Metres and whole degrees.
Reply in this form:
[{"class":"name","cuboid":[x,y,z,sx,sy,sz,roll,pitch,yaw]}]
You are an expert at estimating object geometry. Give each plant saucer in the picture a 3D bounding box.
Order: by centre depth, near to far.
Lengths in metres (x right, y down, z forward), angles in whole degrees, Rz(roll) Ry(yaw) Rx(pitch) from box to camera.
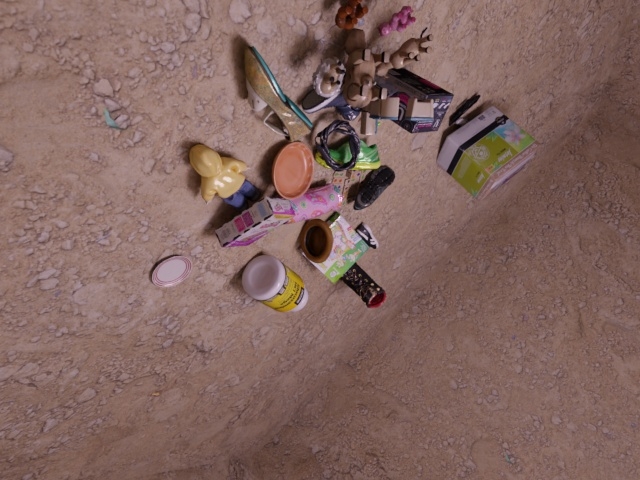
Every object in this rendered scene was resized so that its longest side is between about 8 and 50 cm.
[{"class":"plant saucer","cuboid":[-0.099,-0.243,1.399,0.200,0.037,0.200,-26,125,-44]}]

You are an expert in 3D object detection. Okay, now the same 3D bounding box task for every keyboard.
[{"class":"keyboard","cuboid":[0.686,-0.637,1.924,0.192,0.038,0.100,-43,172,-5]}]

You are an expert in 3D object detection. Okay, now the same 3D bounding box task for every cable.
[{"class":"cable","cuboid":[0.071,-0.330,1.413,0.150,0.047,0.184,-43,120,-4]}]

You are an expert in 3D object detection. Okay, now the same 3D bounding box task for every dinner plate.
[{"class":"dinner plate","cuboid":[-0.515,0.105,1.394,0.141,0.017,0.141,-30,145,-24]}]

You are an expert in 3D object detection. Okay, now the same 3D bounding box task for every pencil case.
[{"class":"pencil case","cuboid":[-0.050,-0.145,1.547,0.284,0.124,0.124,-17,139,-35]}]

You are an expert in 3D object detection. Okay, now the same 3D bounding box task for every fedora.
[{"class":"fedora","cuboid":[0.000,0.000,1.717,0.079,0.194,0.194,-11,136,-49]}]

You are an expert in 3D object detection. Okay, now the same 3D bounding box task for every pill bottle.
[{"class":"pill bottle","cuboid":[-0.179,0.202,1.735,0.188,0.188,0.334,-44,149,-1]}]

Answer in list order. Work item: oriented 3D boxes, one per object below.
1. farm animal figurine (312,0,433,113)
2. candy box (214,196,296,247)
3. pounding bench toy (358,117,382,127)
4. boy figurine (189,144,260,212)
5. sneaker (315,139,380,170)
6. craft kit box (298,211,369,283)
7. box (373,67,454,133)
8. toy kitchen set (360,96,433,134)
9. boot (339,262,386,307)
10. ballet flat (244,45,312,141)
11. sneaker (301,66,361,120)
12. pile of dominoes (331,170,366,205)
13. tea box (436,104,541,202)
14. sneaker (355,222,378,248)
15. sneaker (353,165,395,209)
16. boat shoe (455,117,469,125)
[{"class":"farm animal figurine","cuboid":[0.146,-0.548,1.215,0.330,0.172,0.327,14,97,-30]},{"class":"candy box","cuboid":[-0.221,-0.060,1.379,0.233,0.071,0.159,-31,170,22]},{"class":"pounding bench toy","cuboid":[0.199,-0.446,1.534,0.052,0.065,0.083,-54,148,14]},{"class":"boy figurine","cuboid":[-0.302,-0.185,1.232,0.177,0.092,0.285,-45,148,2]},{"class":"sneaker","cuboid":[0.102,-0.333,1.542,0.295,0.109,0.124,-4,94,-35]},{"class":"craft kit box","cuboid":[0.067,0.036,1.859,0.246,0.061,0.250,-44,121,2]},{"class":"box","cuboid":[0.307,-0.497,1.423,0.163,0.247,0.142,-17,138,-37]},{"class":"toy kitchen set","cuboid":[0.247,-0.407,1.330,0.166,0.207,0.122,-4,109,-16]},{"class":"boot","cuboid":[0.179,0.200,2.054,0.138,0.284,0.377,-46,149,2]},{"class":"ballet flat","cuboid":[-0.140,-0.397,1.162,0.123,0.123,0.348,-47,149,3]},{"class":"sneaker","cuboid":[0.047,-0.446,1.337,0.226,0.086,0.163,-38,146,-13]},{"class":"pile of dominoes","cuboid":[0.128,-0.239,1.719,0.196,0.040,0.251,-25,143,-30]},{"class":"tea box","cuboid":[0.826,-0.432,2.004,0.329,0.323,0.220,-36,161,-15]},{"class":"sneaker","cuboid":[0.219,0.004,2.083,0.121,0.079,0.217,-40,140,-2]},{"class":"sneaker","cuboid":[0.232,-0.234,1.801,0.267,0.101,0.106,-44,176,-24]},{"class":"boat shoe","cuboid":[0.708,-0.584,1.994,0.100,0.035,0.035,-11,136,-43]}]
